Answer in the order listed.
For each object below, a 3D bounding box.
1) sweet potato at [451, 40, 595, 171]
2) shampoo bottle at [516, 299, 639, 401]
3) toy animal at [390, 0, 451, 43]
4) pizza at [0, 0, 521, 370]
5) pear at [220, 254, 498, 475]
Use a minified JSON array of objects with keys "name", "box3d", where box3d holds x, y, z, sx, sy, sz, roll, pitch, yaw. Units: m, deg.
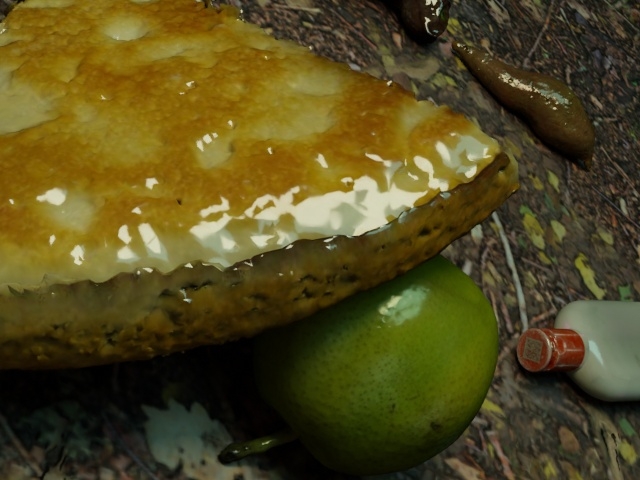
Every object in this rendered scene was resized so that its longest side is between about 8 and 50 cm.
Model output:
[{"name":"sweet potato","box3d":[0.248,-0.168,1.335,0.226,0.068,0.068,39,39,-8]},{"name":"shampoo bottle","box3d":[0.277,0.107,1.129,0.221,0.051,0.108,5,57,-41]},{"name":"toy animal","box3d":[0.081,-0.306,1.301,0.218,0.116,0.179,-12,92,-77]},{"name":"pizza","box3d":[-0.120,-0.078,0.821,0.440,0.130,0.406,-11,44,-16]},{"name":"pear","box3d":[0.024,0.098,0.831,0.216,0.166,0.180,-45,122,-16]}]
